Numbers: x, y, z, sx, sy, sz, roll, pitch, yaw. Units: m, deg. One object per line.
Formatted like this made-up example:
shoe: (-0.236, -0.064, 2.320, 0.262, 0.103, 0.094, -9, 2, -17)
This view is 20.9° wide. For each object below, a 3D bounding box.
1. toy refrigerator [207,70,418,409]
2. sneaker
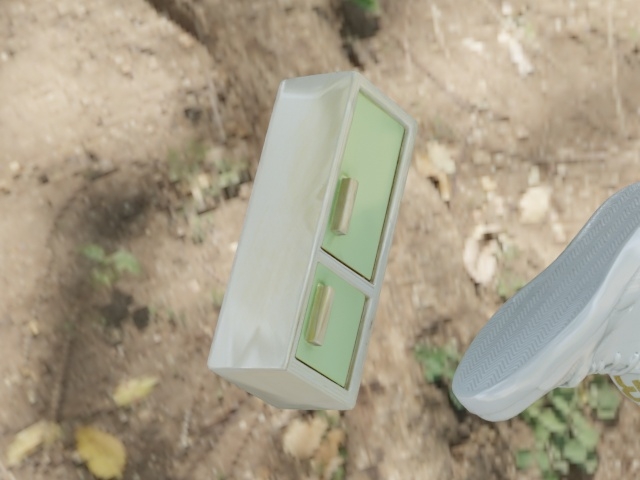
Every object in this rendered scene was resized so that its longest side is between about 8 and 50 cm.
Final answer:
toy refrigerator: (0.000, 0.000, 1.463, 0.094, 0.102, 0.270, -3, 63, 39)
sneaker: (0.244, 0.096, 1.472, 0.292, 0.169, 0.108, -42, 25, -29)
